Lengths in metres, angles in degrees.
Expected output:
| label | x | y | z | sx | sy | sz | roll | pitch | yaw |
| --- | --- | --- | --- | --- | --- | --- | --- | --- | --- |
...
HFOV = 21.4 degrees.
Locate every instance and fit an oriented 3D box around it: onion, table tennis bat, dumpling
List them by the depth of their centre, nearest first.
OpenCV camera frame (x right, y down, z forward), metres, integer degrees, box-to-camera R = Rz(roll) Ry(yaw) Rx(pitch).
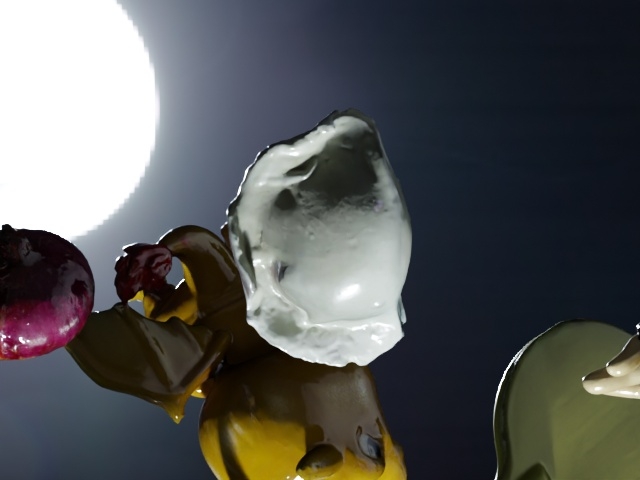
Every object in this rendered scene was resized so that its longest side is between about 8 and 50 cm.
| label | x | y | z | sx | sy | sz | roll | pitch | yaw |
| --- | --- | --- | --- | --- | --- | --- | --- | --- | --- |
| onion | -0.206 | 0.033 | 1.153 | 0.107 | 0.107 | 0.097 | -103 | 5 | -55 |
| dumpling | 0.000 | 0.000 | 1.186 | 0.108 | 0.127 | 0.188 | -95 | 2 | -70 |
| table tennis bat | 0.218 | 0.220 | 1.605 | 0.224 | 0.369 | 0.054 | 58 | 146 | -3 |

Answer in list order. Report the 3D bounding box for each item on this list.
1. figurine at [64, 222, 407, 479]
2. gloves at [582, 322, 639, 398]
| label | x | y | z | sx | sy | sz | roll | pitch | yaw |
| --- | --- | --- | --- | --- | --- | --- | --- | --- | --- |
| figurine | -0.093 | 0.158 | 1.977 | 0.387 | 0.401 | 0.268 | 60 | 149 | 23 |
| gloves | 0.313 | 0.105 | 1.379 | 0.203 | 0.124 | 0.164 | 2 | 100 | 45 |
